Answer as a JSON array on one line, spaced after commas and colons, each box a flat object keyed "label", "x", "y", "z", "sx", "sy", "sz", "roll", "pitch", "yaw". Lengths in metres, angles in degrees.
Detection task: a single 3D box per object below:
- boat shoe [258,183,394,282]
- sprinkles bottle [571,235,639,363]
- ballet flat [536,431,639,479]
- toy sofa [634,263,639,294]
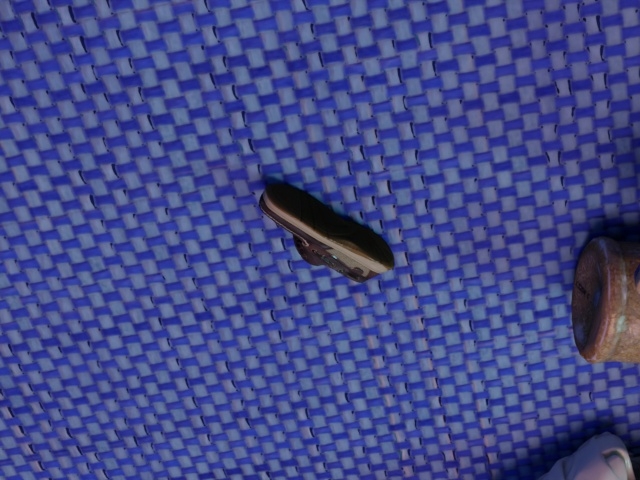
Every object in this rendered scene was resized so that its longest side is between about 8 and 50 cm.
[{"label": "boat shoe", "x": 0.000, "y": 0.000, "z": 1.416, "sx": 0.152, "sy": 0.056, "sz": 0.049, "roll": 30, "pitch": 121, "yaw": -28}, {"label": "sprinkles bottle", "x": 0.421, "y": 0.068, "z": 1.458, "sx": 0.355, "sy": 0.121, "sz": 0.121, "roll": 5, "pitch": 134, "yaw": -7}, {"label": "ballet flat", "x": 0.357, "y": 0.253, "z": 1.649, "sx": 0.400, "sy": 0.139, "sz": 0.139, "roll": -11, "pitch": 134, "yaw": 2}, {"label": "toy sofa", "x": 0.391, "y": -0.099, "z": 1.274, "sx": 0.177, "sy": 0.150, "sz": 0.363, "roll": 12, "pitch": 133, "yaw": -8}]
